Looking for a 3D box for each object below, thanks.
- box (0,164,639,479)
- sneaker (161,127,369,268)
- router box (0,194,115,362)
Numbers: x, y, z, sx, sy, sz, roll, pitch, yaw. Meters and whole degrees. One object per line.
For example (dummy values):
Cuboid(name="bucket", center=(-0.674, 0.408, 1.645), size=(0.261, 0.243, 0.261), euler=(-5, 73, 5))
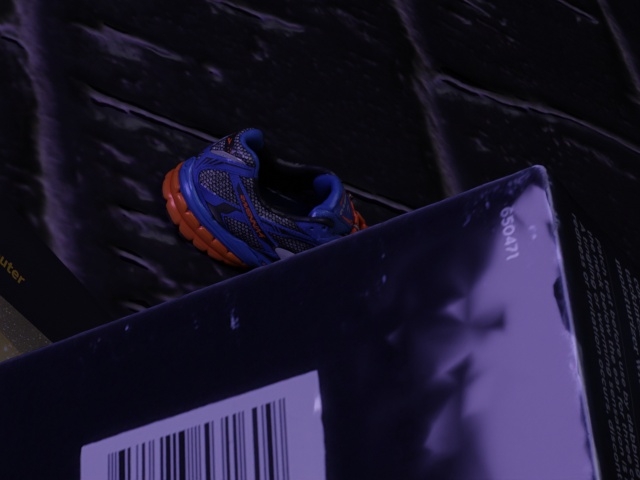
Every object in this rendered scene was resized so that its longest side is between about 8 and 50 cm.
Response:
Cuboid(name="box", center=(0.028, 0.147, 0.607), size=(0.294, 0.296, 0.183), euler=(38, 40, -49))
Cuboid(name="sneaker", center=(0.000, 0.000, 1.043), size=(0.221, 0.087, 0.083), euler=(29, 39, -22))
Cuboid(name="router box", center=(-0.174, 0.106, 0.695), size=(0.309, 0.081, 0.243), euler=(51, 31, -25))
